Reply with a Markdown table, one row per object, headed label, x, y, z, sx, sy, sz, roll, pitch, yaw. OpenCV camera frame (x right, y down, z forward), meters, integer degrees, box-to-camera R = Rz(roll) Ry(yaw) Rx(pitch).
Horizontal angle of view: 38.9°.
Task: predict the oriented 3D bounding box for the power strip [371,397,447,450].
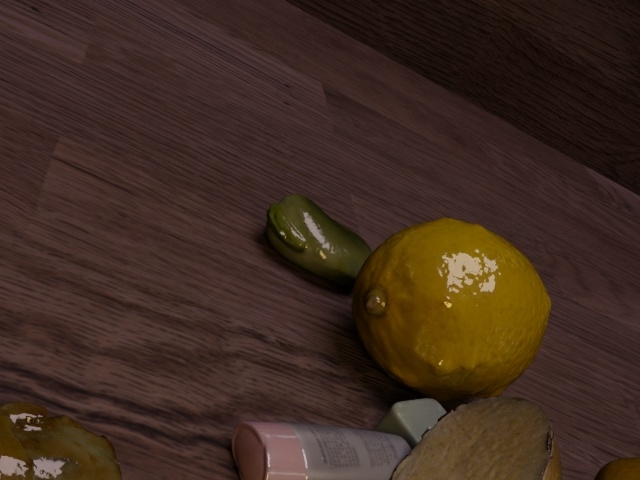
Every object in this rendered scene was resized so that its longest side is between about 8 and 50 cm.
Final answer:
| label | x | y | z | sx | sy | sz | roll | pitch | yaw |
| --- | --- | --- | --- | --- | --- | --- | --- | --- | --- |
| power strip | 0.192 | 0.328 | 0.956 | 0.091 | 0.062 | 0.385 | 2 | 39 | -44 |

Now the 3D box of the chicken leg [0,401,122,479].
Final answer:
| label | x | y | z | sx | sy | sz | roll | pitch | yaw |
| --- | --- | --- | --- | --- | --- | --- | --- | --- | --- |
| chicken leg | -0.256 | 0.174 | 0.674 | 0.227 | 0.088 | 0.103 | 5 | 47 | -36 |

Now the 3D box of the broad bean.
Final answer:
| label | x | y | z | sx | sy | sz | roll | pitch | yaw |
| --- | --- | --- | --- | --- | --- | --- | --- | --- | --- |
| broad bean | 0.000 | 0.000 | 1.283 | 0.174 | 0.082 | 0.124 | 29 | 23 | -8 |

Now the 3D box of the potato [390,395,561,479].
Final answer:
| label | x | y | z | sx | sy | sz | roll | pitch | yaw |
| --- | --- | --- | --- | --- | --- | --- | --- | --- | --- |
| potato | 0.162 | 0.262 | 0.881 | 0.117 | 0.182 | 0.202 | 53 | 53 | -23 |

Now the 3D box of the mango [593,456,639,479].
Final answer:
| label | x | y | z | sx | sy | sz | roll | pitch | yaw |
| --- | --- | --- | --- | --- | --- | --- | --- | --- | --- |
| mango | 0.429 | 0.398 | 0.937 | 0.301 | 0.221 | 0.445 | 26 | 14 | -36 |

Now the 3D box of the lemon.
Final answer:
| label | x | y | z | sx | sy | sz | roll | pitch | yaw |
| --- | --- | --- | --- | --- | --- | --- | --- | --- | --- |
| lemon | 0.169 | 0.088 | 1.163 | 0.288 | 0.234 | 0.233 | 13 | 32 | -42 |

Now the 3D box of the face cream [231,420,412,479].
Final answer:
| label | x | y | z | sx | sy | sz | roll | pitch | yaw |
| --- | --- | --- | --- | --- | --- | --- | --- | --- | --- |
| face cream | 0.007 | 0.225 | 0.921 | 0.198 | 0.057 | 0.084 | 12 | 32 | -35 |
